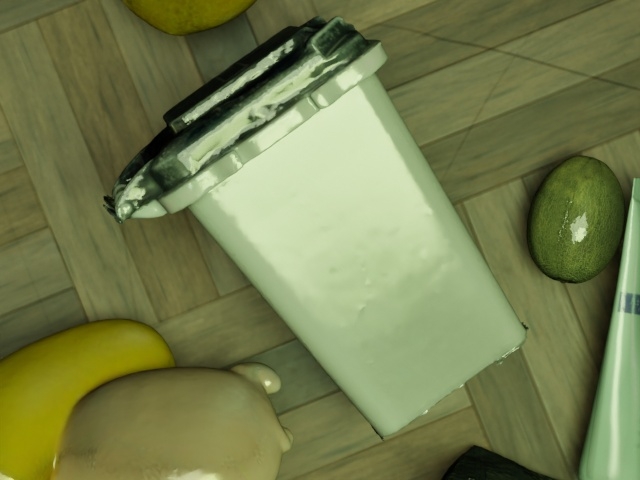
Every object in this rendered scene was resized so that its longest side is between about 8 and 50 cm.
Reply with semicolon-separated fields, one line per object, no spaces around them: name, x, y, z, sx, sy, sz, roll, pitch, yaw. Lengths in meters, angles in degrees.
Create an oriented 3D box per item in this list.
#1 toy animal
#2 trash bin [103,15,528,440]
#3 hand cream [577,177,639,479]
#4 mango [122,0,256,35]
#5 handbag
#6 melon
toy animal;-0.192;0.228;1.799;0.345;0.277;0.246;1;119;5
trash bin;0.000;0.000;1.791;0.296;0.256;0.367;-36;100;-4
hand cream;0.314;0.101;1.874;0.067;0.109;0.320;8;88;39
mango;-0.131;-0.381;1.794;0.253;0.182;0.365;0;95;4
handbag;0.229;0.283;1.827;0.270;0.175;0.088;20;91;-5
melon;0.256;-0.021;1.863;0.098;0.098;0.130;10;89;-3
